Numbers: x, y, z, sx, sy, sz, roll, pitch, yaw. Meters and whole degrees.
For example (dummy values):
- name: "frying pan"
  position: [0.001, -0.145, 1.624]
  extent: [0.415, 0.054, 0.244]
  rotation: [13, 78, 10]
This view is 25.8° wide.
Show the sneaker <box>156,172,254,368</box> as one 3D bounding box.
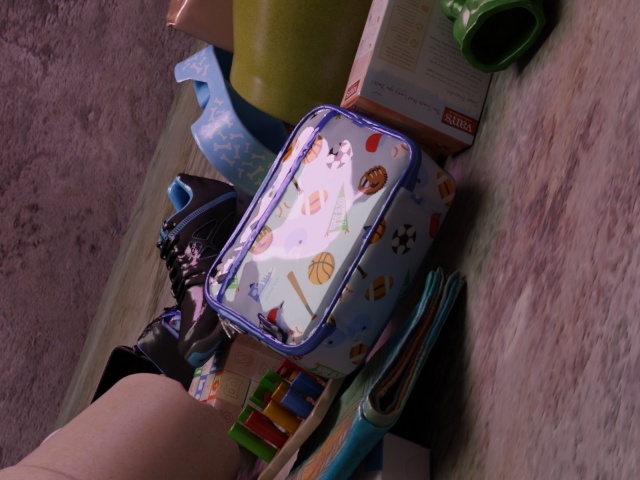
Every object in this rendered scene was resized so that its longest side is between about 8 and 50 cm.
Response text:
- name: "sneaker"
  position: [-0.188, 0.042, 2.080]
  extent: [0.125, 0.139, 0.341]
  rotation: [-51, 23, 40]

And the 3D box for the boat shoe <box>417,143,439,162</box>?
- name: "boat shoe"
  position: [0.083, -0.066, 1.751]
  extent: [0.092, 0.102, 0.285]
  rotation: [152, 138, -81]

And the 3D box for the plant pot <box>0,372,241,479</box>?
- name: "plant pot"
  position: [-0.277, 0.357, 1.898]
  extent: [0.305, 0.334, 0.334]
  rotation: [-50, -1, -44]

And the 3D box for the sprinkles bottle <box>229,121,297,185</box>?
- name: "sprinkles bottle"
  position: [-0.096, -0.073, 2.289]
  extent: [0.355, 0.121, 0.121]
  rotation: [-66, 16, 6]

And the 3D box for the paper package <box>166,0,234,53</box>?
- name: "paper package"
  position: [-0.031, -0.420, 2.163]
  extent: [0.310, 0.324, 0.168]
  rotation: [-63, 16, 20]

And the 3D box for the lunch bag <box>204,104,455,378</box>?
- name: "lunch bag"
  position: [0.000, 0.000, 1.626]
  extent: [0.243, 0.115, 0.303]
  rotation: [30, 87, 45]

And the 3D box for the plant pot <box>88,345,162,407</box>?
- name: "plant pot"
  position: [-0.288, 0.284, 2.373]
  extent: [0.167, 0.188, 0.187]
  rotation: [-100, 33, -85]

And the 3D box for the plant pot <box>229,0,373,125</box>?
- name: "plant pot"
  position: [0.027, -0.351, 1.934]
  extent: [0.366, 0.366, 0.353]
  rotation: [-100, 24, -62]

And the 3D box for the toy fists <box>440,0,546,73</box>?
- name: "toy fists"
  position: [0.235, -0.326, 1.571]
  extent: [0.279, 0.096, 0.142]
  rotation: [-52, 23, 36]

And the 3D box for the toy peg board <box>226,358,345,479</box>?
- name: "toy peg board"
  position: [-0.038, 0.195, 1.736]
  extent: [0.161, 0.079, 0.161]
  rotation: [-54, 3, 41]

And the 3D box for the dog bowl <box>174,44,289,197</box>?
- name: "dog bowl"
  position: [-0.128, -0.194, 2.149]
  extent: [0.074, 0.166, 0.297]
  rotation: [-41, 42, 20]

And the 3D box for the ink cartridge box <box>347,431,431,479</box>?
- name: "ink cartridge box"
  position: [0.045, 0.295, 1.446]
  extent: [0.181, 0.061, 0.104]
  rotation: [-55, 19, 38]

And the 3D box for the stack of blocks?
- name: "stack of blocks"
  position: [-0.110, 0.156, 2.092]
  extent: [0.171, 0.087, 0.297]
  rotation: [-25, 45, 67]

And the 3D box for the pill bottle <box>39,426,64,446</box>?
- name: "pill bottle"
  position: [-0.420, 0.504, 2.433]
  extent: [0.204, 0.204, 0.361]
  rotation: [-59, 17, 27]

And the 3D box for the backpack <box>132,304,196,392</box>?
- name: "backpack"
  position: [-0.195, 0.163, 2.260]
  extent: [0.117, 0.158, 0.173]
  rotation: [-45, 1, 24]

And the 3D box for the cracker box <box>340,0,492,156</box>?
- name: "cracker box"
  position: [0.132, -0.238, 1.696]
  extent: [0.067, 0.155, 0.232]
  rotation: [-27, 42, 65]

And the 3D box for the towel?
- name: "towel"
  position: [0.019, 0.217, 1.536]
  extent: [0.370, 0.040, 0.271]
  rotation: [-55, 1, 38]
